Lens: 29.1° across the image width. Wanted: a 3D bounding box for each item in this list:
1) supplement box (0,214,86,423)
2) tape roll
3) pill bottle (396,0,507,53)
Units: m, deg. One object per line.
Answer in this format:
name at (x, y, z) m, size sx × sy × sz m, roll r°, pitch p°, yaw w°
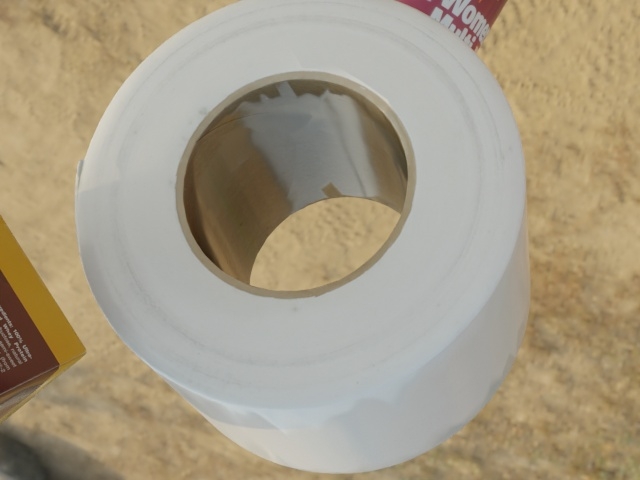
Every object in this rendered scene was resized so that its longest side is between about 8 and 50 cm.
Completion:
supplement box at (-0.256, 0.072, 0.584) m, size 0.191 × 0.194 × 0.129 m, roll -37°, pitch 83°, yaw 38°
tape roll at (0.000, 0.000, 0.721) m, size 0.246 × 0.246 × 0.169 m, roll 13°, pitch 161°, yaw 15°
pill bottle at (0.098, -0.217, 1.051) m, size 0.121 × 0.221 × 0.121 m, roll 31°, pitch 179°, yaw 0°
